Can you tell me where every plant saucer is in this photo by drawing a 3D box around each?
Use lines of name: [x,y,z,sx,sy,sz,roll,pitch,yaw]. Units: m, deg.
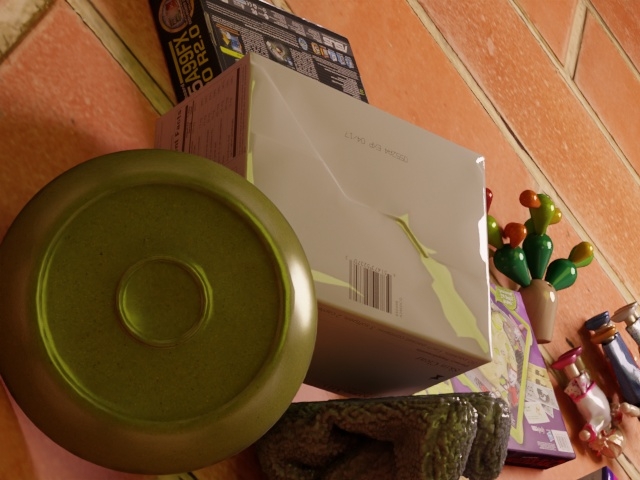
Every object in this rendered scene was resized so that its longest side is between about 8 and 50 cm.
plant saucer: [-0.116,0.046,1.150,0.241,0.241,0.037,64,-17,5]

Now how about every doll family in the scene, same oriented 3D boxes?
doll family: [0.390,0.173,1.960,0.163,0.118,0.263,61,27,-1]

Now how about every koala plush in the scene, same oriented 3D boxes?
koala plush: [0.048,0.239,1.310,0.196,0.203,0.221,9,78,-71]

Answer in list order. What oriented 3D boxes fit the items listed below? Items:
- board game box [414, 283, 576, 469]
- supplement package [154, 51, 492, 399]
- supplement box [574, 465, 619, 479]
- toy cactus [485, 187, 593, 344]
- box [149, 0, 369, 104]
board game box: [0.141,0.127,1.668,0.347,0.056,0.208,17,54,-53]
supplement package: [0.000,0.000,1.353,0.262,0.145,0.204,21,57,-33]
supplement box: [0.311,0.359,1.666,0.220,0.114,0.111,48,29,-21]
toy cactus: [0.245,0.032,1.900,0.219,0.112,0.180,22,65,-54]
box: [-0.039,-0.130,1.589,0.270,0.060,0.216,13,54,-54]
